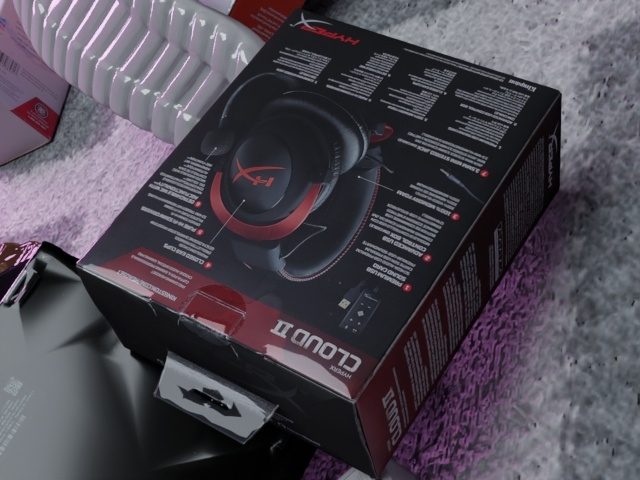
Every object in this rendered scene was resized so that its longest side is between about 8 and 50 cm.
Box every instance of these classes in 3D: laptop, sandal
[{"bbox_3d":[-0.242,0.222,0.845,0.408,0.236,0.382,25,70,15],"label":"laptop"},{"bbox_3d":[-0.169,-0.202,1.037,0.416,0.102,0.169,45,122,27],"label":"sandal"}]

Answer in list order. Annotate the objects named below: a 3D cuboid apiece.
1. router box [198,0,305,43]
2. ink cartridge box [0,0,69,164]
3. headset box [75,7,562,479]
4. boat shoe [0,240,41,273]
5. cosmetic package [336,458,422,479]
[{"bbox_3d":[-0.138,-0.318,1.162,0.335,0.082,0.301,33,98,42],"label":"router box"},{"bbox_3d":[-0.408,-0.211,1.396,0.127,0.128,0.176,-18,47,34],"label":"ink cartridge box"},{"bbox_3d":[0.000,0.000,0.733,0.218,0.110,0.293,22,61,26],"label":"headset box"},{"bbox_3d":[-0.314,0.031,1.176,0.135,0.045,0.050,10,60,52],"label":"boat shoe"},{"bbox_3d":[0.055,0.241,0.632,0.099,0.060,0.239,-44,39,9],"label":"cosmetic package"}]
